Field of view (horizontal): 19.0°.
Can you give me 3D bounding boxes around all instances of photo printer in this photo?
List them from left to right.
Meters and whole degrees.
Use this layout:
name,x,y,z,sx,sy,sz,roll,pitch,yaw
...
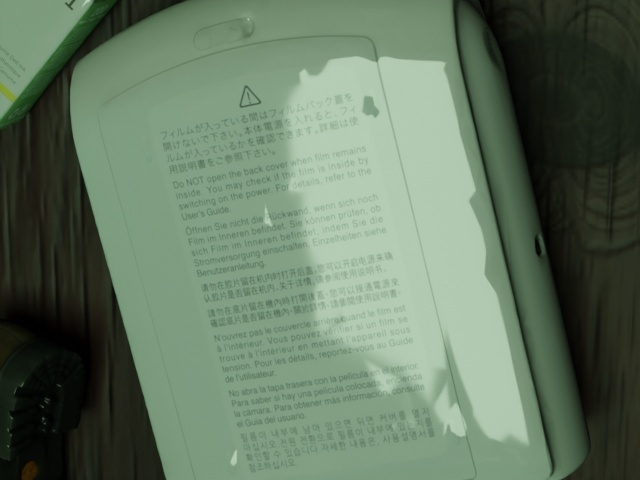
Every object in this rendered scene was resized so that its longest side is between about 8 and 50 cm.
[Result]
name,x,y,z,sx,sy,sz,roll,pitch,yaw
photo printer,0.000,0.000,1.094,0.256,0.107,0.307,-11,102,20

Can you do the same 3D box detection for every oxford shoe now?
name,x,y,z,sx,sy,sz,roll,pitch,yaw
oxford shoe,-0.219,0.150,1.234,0.096,0.083,0.227,28,112,28

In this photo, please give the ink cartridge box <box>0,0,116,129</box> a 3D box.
name,x,y,z,sx,sy,sz,roll,pitch,yaw
ink cartridge box,-0.182,-0.202,1.123,0.171,0.056,0.235,44,115,2
